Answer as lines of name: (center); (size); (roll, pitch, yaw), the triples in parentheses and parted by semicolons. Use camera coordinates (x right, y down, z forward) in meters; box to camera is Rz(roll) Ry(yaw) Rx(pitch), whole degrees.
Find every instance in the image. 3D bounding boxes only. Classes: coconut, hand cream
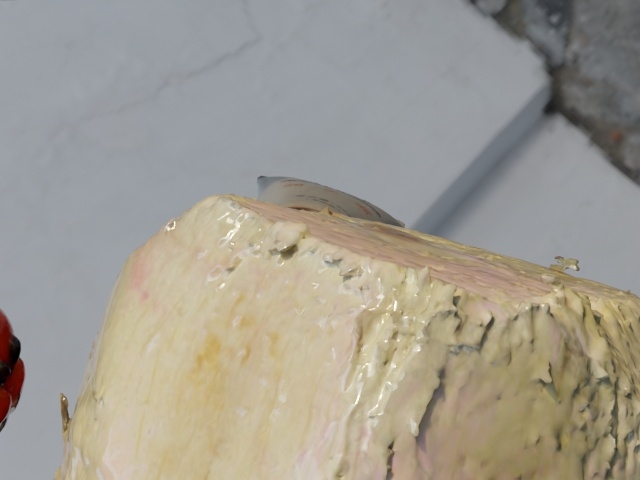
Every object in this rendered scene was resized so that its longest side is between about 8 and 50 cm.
coconut: (0.023, 0.169, 1.024); (0.404, 0.404, 0.405); (24, 137, 25)
hand cream: (0.000, 0.000, 1.337); (0.139, 0.314, 0.089); (18, 102, -1)

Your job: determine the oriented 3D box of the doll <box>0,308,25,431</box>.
doll: (-0.244, 0.111, 1.009); (0.085, 0.183, 0.217); (34, 112, -10)
